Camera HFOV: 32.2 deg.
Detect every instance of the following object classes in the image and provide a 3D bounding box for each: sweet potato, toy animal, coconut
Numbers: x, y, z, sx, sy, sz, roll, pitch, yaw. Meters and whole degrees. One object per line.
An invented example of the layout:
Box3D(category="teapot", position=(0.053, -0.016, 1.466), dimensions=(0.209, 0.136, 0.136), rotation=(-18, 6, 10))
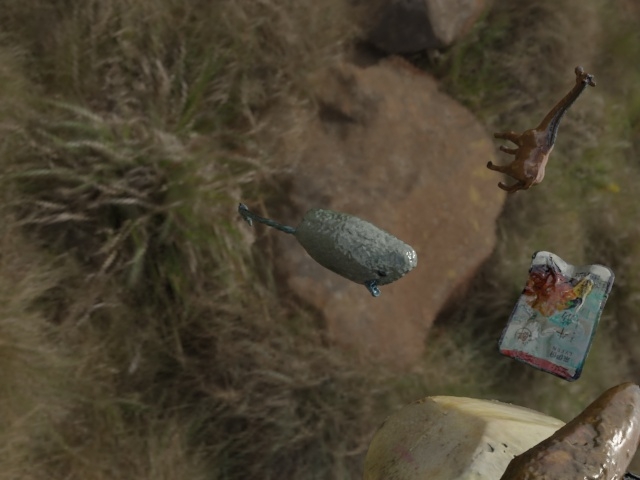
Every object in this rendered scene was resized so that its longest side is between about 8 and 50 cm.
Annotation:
Box3D(category="sweet potato", position=(0.178, 0.243, 0.931), dimensions=(0.341, 0.092, 0.114), rotation=(-55, 147, -16))
Box3D(category="toy animal", position=(-0.007, -0.003, 1.267), dimensions=(0.070, 0.253, 0.079), rotation=(-48, 142, -38))
Box3D(category="toy animal", position=(0.415, -0.205, 2.085), dimensions=(0.066, 0.229, 0.224), rotation=(17, 75, -30))
Box3D(category="coconut", position=(0.239, 0.382, 1.578), dimensions=(0.352, 0.352, 0.353), rotation=(26, 56, -46))

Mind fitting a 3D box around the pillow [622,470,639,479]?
Box3D(category="pillow", position=(0.304, 0.380, 0.978), dimensions=(0.101, 0.228, 0.326), rotation=(21, 86, -65))

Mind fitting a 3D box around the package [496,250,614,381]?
Box3D(category="package", position=(0.440, 0.132, 2.063), dimensions=(0.232, 0.166, 0.040), rotation=(-65, 163, -14))
